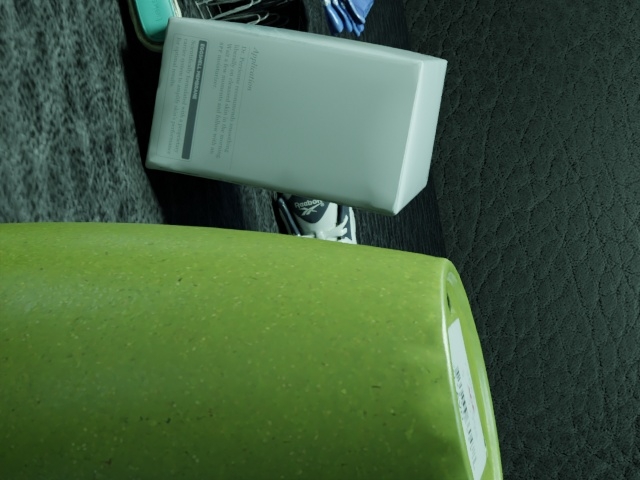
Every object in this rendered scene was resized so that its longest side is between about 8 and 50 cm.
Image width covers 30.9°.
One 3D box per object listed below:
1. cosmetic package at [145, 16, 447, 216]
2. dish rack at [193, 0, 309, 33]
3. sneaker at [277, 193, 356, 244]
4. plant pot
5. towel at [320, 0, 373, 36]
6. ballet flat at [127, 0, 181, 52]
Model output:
[{"bbox_3d":[-0.011,-0.121,1.068,0.224,0.225,0.138,-39,141,-76],"label":"cosmetic package"},{"bbox_3d":[-0.088,-0.277,1.280,0.271,0.074,0.208,66,18,-44],"label":"dish rack"},{"bbox_3d":[0.000,0.000,1.379,0.153,0.094,0.235,62,21,-47],"label":"sneaker"},{"bbox_3d":[-0.067,0.104,0.570,0.275,0.293,0.275,-11,90,-77],"label":"plant pot"},{"bbox_3d":[-0.002,-0.405,1.278,0.243,0.040,0.336,-69,143,-65],"label":"towel"},{"bbox_3d":[-0.161,-0.248,1.024,0.052,0.057,0.168,-171,-108,-74],"label":"ballet flat"}]
